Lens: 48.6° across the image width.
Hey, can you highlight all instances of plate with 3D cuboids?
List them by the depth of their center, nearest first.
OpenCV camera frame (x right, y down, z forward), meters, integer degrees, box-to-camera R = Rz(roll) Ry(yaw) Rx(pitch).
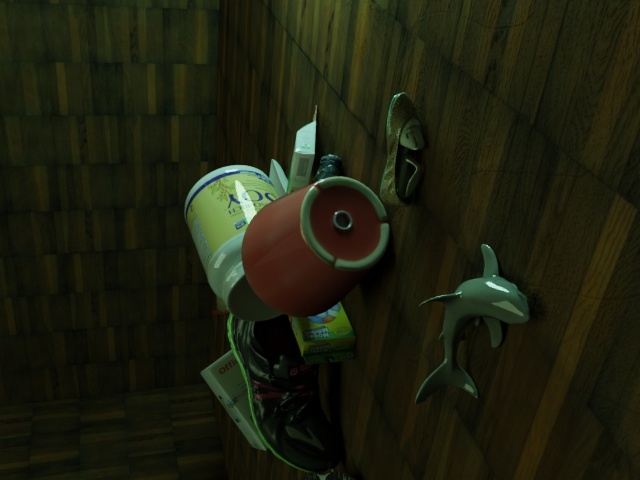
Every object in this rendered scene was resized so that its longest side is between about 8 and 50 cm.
[{"bbox_3d":[-0.114,-0.066,2.159,0.277,0.045,0.278,-114,26,-51],"label":"plate"}]

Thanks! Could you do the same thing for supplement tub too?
[{"bbox_3d":[-0.176,0.005,1.706,0.241,0.241,0.331,103,149,-43],"label":"supplement tub"}]

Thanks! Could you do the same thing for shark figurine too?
[{"bbox_3d":[0.195,0.117,1.046,0.278,0.116,0.166,110,153,-50],"label":"shark figurine"}]

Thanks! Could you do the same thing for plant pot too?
[{"bbox_3d":[0.000,0.000,1.456,0.243,0.275,0.275,144,121,-60],"label":"plant pot"}]

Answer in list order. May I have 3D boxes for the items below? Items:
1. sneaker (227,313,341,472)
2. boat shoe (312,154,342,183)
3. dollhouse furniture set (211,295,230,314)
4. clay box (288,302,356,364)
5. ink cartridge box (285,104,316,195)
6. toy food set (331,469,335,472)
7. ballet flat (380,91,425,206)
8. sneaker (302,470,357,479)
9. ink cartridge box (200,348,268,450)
[{"bbox_3d":[-0.085,0.358,1.770,0.202,0.185,0.483,-34,82,56],"label":"sneaker"},{"bbox_3d":[0.015,-0.146,1.697,0.183,0.065,0.083,146,138,-77],"label":"boat shoe"},{"bbox_3d":[-0.267,0.174,2.617,0.374,0.152,0.201,-7,86,56],"label":"dollhouse furniture set"},{"bbox_3d":[-0.001,0.197,1.684,0.222,0.127,0.053,-116,28,-52],"label":"clay box"},{"bbox_3d":[-0.049,-0.215,1.802,0.225,0.056,0.181,-91,10,-48],"label":"ink cartridge box"},{"bbox_3d":[0.027,0.701,1.789,0.218,0.071,0.128,-121,32,-58],"label":"toy food set"},{"bbox_3d":[0.152,-0.153,1.243,0.067,0.073,0.206,27,126,40],"label":"ballet flat"},{"bbox_3d":[0.048,0.598,1.703,0.208,0.094,0.081,-8,63,52],"label":"sneaker"},{"bbox_3d":[-0.176,0.420,2.010,0.270,0.198,0.197,55,159,1],"label":"ink cartridge box"}]
